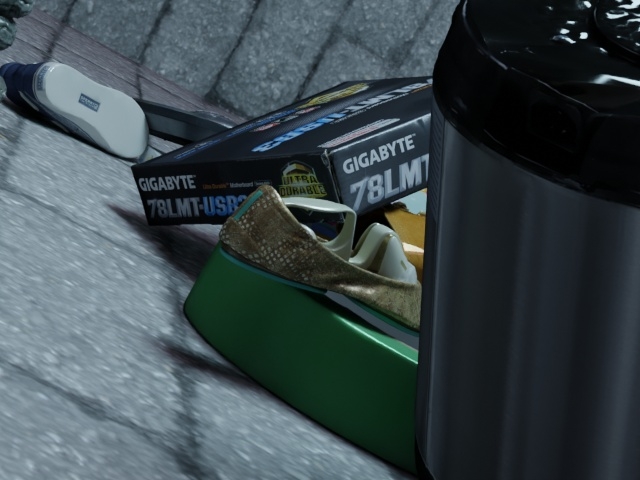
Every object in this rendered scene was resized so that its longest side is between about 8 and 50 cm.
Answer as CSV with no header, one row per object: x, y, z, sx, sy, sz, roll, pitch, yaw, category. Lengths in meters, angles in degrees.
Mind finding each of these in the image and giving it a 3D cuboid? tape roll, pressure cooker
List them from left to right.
0.049,0.096,1.308,0.321,0.077,0.321,30,6,-3,tape roll
0.236,0.058,0.994,0.375,0.420,0.370,22,33,35,pressure cooker

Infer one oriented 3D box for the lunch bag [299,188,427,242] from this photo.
0.050,-0.018,1.739,0.224,0.108,0.279,27,27,-3,lunch bag

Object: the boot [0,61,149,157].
-0.280,-0.154,1.866,0.086,0.069,0.190,11,-17,37,boot

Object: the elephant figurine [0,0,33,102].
-0.404,-0.251,1.747,0.186,0.169,0.239,1,21,6,elephant figurine

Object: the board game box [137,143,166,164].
-0.140,-0.059,1.886,0.103,0.026,0.154,25,8,-31,board game box

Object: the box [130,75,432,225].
0.024,-0.089,1.526,0.295,0.073,0.293,-24,14,-36,box

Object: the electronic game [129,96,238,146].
-0.133,-0.132,1.987,0.229,0.048,0.229,16,-1,0,electronic game

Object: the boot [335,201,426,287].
0.149,0.050,1.382,0.211,0.104,0.295,19,6,-35,boot

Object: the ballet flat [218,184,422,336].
0.020,0.013,1.183,0.206,0.067,0.073,22,9,-40,ballet flat
